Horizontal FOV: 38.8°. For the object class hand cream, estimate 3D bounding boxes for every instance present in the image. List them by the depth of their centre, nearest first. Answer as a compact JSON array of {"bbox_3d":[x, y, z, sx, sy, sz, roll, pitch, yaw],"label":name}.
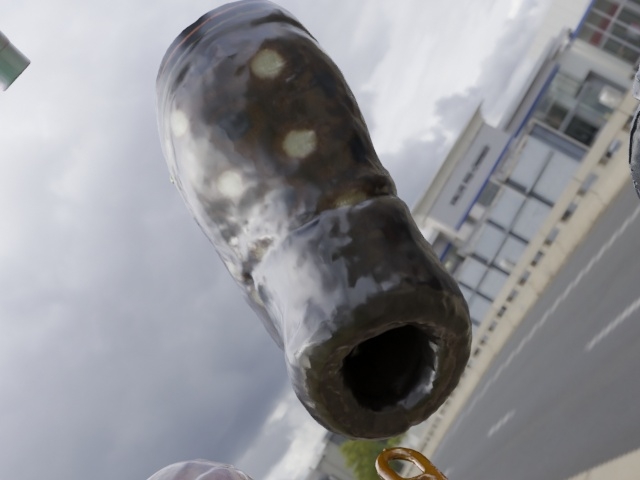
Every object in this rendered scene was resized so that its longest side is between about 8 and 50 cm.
[{"bbox_3d":[-0.389,-0.233,0.960,0.076,0.174,0.047,-44,22,12],"label":"hand cream"}]

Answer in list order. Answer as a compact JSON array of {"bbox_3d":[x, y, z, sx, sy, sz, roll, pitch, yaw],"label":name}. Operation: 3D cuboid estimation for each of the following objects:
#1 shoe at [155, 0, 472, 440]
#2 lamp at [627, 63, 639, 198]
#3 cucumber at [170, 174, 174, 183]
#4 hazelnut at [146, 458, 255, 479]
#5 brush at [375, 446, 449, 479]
[{"bbox_3d":[0.000,0.000,0.768,0.171,0.237,0.383,-27,-54,-11],"label":"shoe"},{"bbox_3d":[0.380,-0.109,0.783,0.272,0.374,0.205,-24,-49,-33],"label":"lamp"},{"bbox_3d":[-0.140,-0.142,1.142,0.168,0.039,0.039,-49,-8,12],"label":"cucumber"},{"bbox_3d":[-0.194,0.505,1.343,0.372,0.315,0.372,-34,44,40],"label":"hazelnut"},{"bbox_3d":[0.132,0.223,0.591,0.090,0.314,0.017,-8,-63,-31],"label":"brush"}]
